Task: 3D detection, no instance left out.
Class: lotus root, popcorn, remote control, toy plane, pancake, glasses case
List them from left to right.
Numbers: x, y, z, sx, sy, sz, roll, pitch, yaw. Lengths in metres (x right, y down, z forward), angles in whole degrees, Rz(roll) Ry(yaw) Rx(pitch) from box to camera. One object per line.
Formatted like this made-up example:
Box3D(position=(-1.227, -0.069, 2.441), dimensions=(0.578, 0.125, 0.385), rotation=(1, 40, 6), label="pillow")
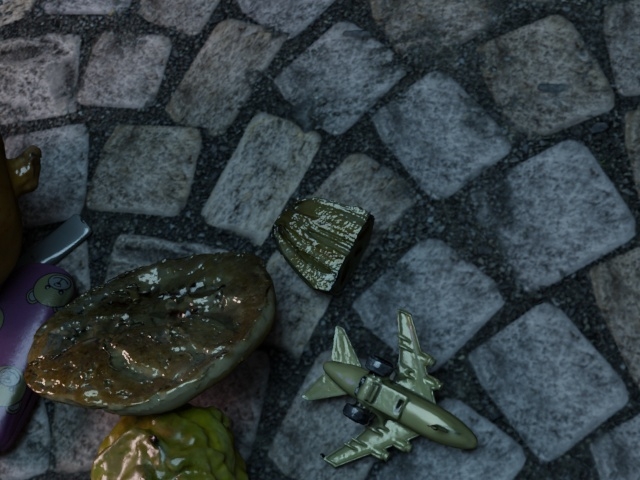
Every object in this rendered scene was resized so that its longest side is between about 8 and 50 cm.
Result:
Box3D(position=(-0.477, 0.179, 1.974), dimensions=(0.123, 0.076, 0.316), rotation=(11, 67, 22), label="glasses case")
Box3D(position=(-0.456, 0.026, 2.077), dimensions=(0.184, 0.027, 0.050), rotation=(-41, 62, -8), label="remote control")
Box3D(position=(-0.242, 0.133, 1.848), dimensions=(0.386, 0.082, 0.387), rotation=(-13, 26, 6), label="pancake")
Box3D(position=(-0.220, 0.327, 1.751), dimensions=(0.233, 0.192, 0.266), rotation=(4, 47, 25), label="popcorn")
Box3D(position=(0.002, 0.000, 1.931), dimensions=(0.144, 0.070, 0.143), rotation=(32, 82, 24), label="lotus root")
Box3D(position=(0.102, 0.223, 1.771), dimensions=(0.256, 0.104, 0.242), rotation=(26, 87, 33), label="toy plane")

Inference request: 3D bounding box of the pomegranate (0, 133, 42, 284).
Box3D(position=(-0.622, -0.068, 1.967), dimensions=(0.411, 0.411, 0.412), rotation=(-7, 61, 13), label="pomegranate")
